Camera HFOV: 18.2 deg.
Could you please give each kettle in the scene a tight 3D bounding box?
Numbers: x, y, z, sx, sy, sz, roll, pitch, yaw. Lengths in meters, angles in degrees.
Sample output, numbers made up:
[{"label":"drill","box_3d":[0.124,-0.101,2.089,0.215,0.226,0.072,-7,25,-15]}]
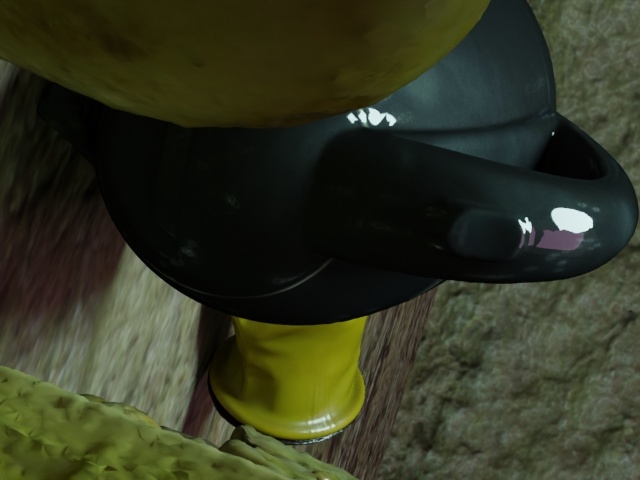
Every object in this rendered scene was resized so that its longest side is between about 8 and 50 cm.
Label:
[{"label":"kettle","box_3d":[0.021,-0.048,0.949,0.290,0.268,0.207,-34,137,-74]}]

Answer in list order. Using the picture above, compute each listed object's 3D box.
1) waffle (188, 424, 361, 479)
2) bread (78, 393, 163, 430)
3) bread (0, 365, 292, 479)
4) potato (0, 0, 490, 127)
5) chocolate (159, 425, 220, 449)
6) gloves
[{"label":"waffle","box_3d":[-0.076,0.222,0.763,0.348,0.078,0.304,43,69,-81]},{"label":"bread","box_3d":[-0.142,0.185,0.926,0.198,0.120,0.236,-39,148,-71]},{"label":"bread","box_3d":[-0.123,0.124,0.458,0.167,0.264,0.163,-45,152,-58]},{"label":"potato","box_3d":[-0.009,-0.150,0.550,0.285,0.242,0.242,-52,171,2]},{"label":"chocolate","box_3d":[-0.108,0.233,1.330,0.214,0.093,0.148,-56,165,-59]},{"label":"gloves","box_3d":[0.001,-0.001,1.394,0.133,0.116,0.294,-54,163,-49]}]
